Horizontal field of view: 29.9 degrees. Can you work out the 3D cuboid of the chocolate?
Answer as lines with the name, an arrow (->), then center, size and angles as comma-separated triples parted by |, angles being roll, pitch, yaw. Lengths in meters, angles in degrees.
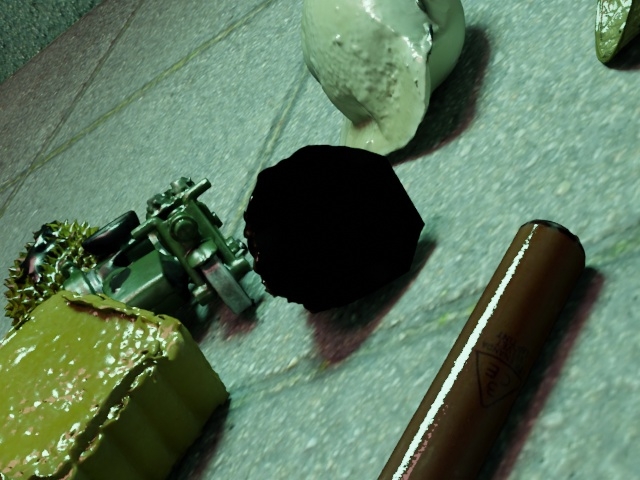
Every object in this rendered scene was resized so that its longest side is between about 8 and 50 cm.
chocolate -> 0.000, 0.000, 1.076 | 0.156, 0.156, 0.133 | -53, -4, -15

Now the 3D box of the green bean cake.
green bean cake -> -0.224, 0.163, 1.102 | 0.224, 0.131, 0.230 | 9, 51, 43

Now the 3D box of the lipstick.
lipstick -> 0.078, 0.134, 0.771 | 0.057, 0.057, 0.357 | -8, 43, 56

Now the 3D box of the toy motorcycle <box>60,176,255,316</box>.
toy motorcycle -> -0.180, 0.029, 1.280 | 0.205, 0.127, 0.275 | -36, 20, -4

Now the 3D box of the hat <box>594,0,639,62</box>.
hat -> 0.281, -0.218, 1.008 | 0.146, 0.067, 0.146 | -173, 90, -90

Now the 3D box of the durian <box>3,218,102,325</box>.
durian -> -0.306, 0.056, 1.468 | 0.237, 0.138, 0.193 | -20, 35, 45

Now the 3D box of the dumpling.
dumpling -> 0.050, -0.191, 1.261 | 0.243, 0.175, 0.227 | -55, -9, -55
